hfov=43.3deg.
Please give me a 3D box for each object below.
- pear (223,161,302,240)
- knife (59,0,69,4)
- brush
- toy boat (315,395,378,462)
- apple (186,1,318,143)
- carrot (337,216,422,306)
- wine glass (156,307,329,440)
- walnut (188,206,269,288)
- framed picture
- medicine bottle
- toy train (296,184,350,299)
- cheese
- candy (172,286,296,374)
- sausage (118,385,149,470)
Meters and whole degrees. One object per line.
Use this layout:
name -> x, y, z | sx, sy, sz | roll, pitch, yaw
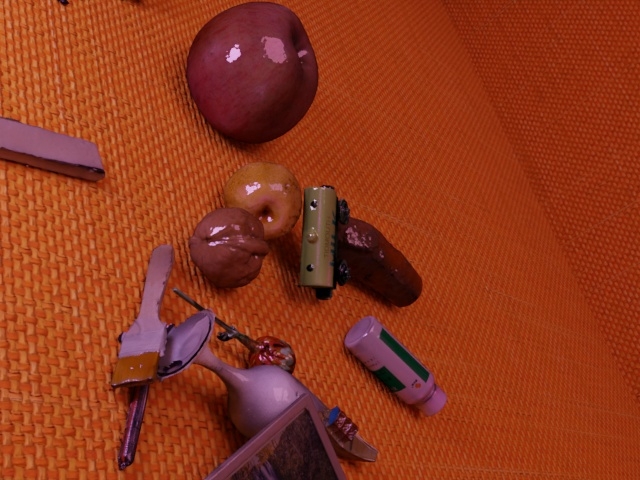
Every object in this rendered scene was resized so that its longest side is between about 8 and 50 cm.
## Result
pear -> -0.121, -0.087, 1.700 | 0.178, 0.178, 0.178 | 35, 35, -29
knife -> -0.589, -0.544, 1.655 | 0.170, 0.010, 0.023 | 41, 26, -18
brush -> -0.282, 0.114, 1.344 | 0.336, 0.086, 0.020 | -89, 165, -52
toy boat -> 0.041, 0.364, 1.534 | 0.172, 0.066, 0.065 | 46, 28, -14
apple -> -0.143, -0.397, 1.866 | 0.345, 0.269, 0.344 | 36, 33, -29
carrot -> 0.118, 0.044, 1.920 | 0.302, 0.139, 0.138 | 38, 33, -37
wine glass -> -0.124, 0.249, 1.341 | 0.321, 0.143, 0.143 | 44, 30, -30
walnut -> -0.174, 0.013, 1.530 | 0.166, 0.149, 0.166 | 0, 90, -68
framed picture -> -0.071, 0.416, 1.235 | 0.324, 0.020, 0.240 | -31, 102, -47
medicine bottle -> 0.170, 0.281, 1.774 | 0.260, 0.095, 0.095 | 44, 31, -13
toy train -> 0.000, 0.000, 1.731 | 0.157, 0.105, 0.253 | 21, 70, -71
cheese -> -0.532, -0.170, 1.324 | 0.400, 0.034, 0.085 | 12, 45, -50
candy -> -0.154, 0.166, 1.439 | 0.288, 0.078, 0.084 | 40, 4, -31
sausage -> -0.282, 0.263, 1.228 | 0.025, 0.028, 0.198 | 27, 36, -22
